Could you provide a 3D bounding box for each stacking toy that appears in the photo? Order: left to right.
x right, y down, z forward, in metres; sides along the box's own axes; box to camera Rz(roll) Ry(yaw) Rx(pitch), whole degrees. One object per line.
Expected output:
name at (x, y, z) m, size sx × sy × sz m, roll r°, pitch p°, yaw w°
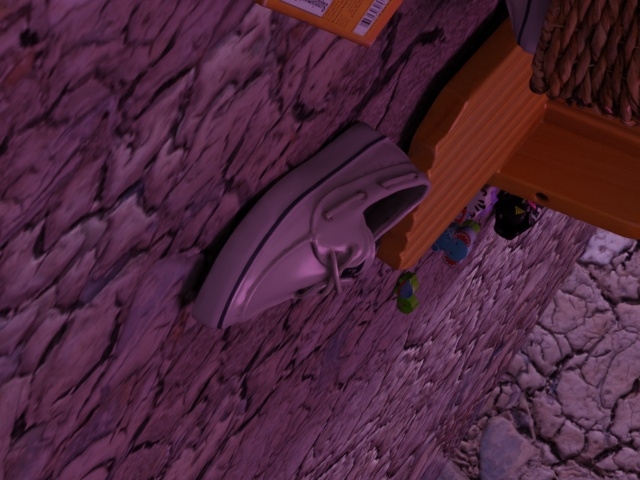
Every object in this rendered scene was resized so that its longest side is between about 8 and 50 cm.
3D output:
stacking toy at (0.171, -0.024, 2.119) m, size 0.167 × 0.052 × 0.221 m, roll -40°, pitch 161°, yaw -51°

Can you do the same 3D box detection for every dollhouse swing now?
dollhouse swing at (0.266, -0.091, 1.821) m, size 0.347 × 0.315 × 0.305 m, roll 105°, pitch 8°, yaw -57°

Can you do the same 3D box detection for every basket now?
basket at (0.313, -0.226, 1.433) m, size 0.213 × 0.223 × 0.299 m, roll -49°, pitch 159°, yaw -61°

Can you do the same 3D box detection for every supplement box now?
supplement box at (-0.008, -0.166, 1.010) m, size 0.080 × 0.078 × 0.233 m, roll -55°, pitch 167°, yaw 7°

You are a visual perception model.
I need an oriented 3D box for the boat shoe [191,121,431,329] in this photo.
boat shoe at (0.000, 0.000, 1.435) m, size 0.267 × 0.088 × 0.096 m, roll -41°, pitch 161°, yaw -51°

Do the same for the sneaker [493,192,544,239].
sneaker at (0.269, -0.059, 2.376) m, size 0.075 × 0.063 × 0.170 m, roll -54°, pitch 174°, yaw -39°

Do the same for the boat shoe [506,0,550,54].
boat shoe at (0.172, -0.242, 1.508) m, size 0.226 × 0.076 × 0.083 m, roll 94°, pitch 20°, yaw -57°
